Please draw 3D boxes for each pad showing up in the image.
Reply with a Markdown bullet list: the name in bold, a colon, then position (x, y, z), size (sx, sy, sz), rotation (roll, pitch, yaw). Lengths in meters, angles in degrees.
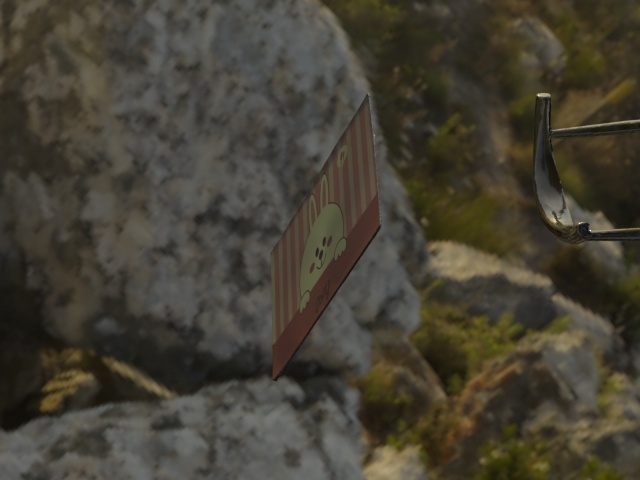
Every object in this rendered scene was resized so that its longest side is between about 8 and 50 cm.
- **pad**: position (-0.001, 0.000, 1.649), size (0.005, 0.300, 0.202), rotation (13, 48, -19)

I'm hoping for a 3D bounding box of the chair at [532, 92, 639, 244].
- **chair**: position (0.338, -0.102, 1.346), size (0.272, 0.166, 0.188), rotation (-8, 50, -1)
